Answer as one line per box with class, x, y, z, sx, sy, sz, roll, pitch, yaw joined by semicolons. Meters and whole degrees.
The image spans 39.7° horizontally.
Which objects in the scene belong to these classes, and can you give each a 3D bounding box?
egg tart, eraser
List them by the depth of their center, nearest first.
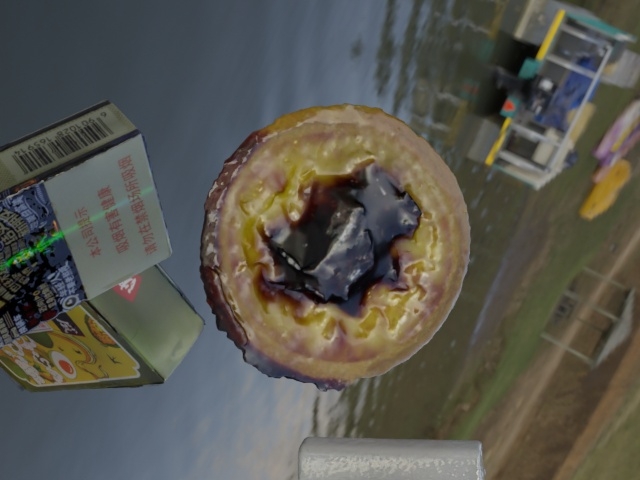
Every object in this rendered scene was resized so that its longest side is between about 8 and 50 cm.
egg tart;0.000;0.000;0.706;0.215;0.215;0.171;-62;-162;-2
eraser;0.108;0.381;1.318;0.095;0.270;0.174;-39;126;-71

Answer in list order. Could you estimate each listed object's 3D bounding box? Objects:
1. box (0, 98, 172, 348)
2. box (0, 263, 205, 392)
box;-0.322;0.000;0.942;0.310;0.084;0.198;-30;144;-22
box;-0.442;0.067;1.385;0.373;0.420;0.138;54;48;-25
